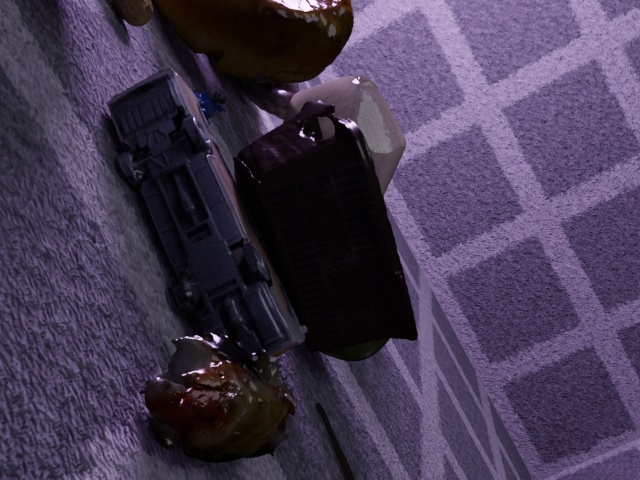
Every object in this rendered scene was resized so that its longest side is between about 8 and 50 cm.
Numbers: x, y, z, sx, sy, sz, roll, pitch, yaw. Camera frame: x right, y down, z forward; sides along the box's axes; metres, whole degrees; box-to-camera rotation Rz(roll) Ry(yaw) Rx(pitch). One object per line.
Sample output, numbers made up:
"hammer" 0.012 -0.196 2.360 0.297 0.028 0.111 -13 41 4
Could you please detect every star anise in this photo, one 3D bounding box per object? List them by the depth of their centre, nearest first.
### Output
"star anise" -0.147 -0.370 1.596 0.315 0.139 0.359 65 -7 -28

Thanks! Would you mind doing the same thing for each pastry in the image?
"pastry" -0.112 -0.415 1.380 0.356 0.163 0.355 16 46 -18

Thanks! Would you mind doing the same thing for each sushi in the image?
"sushi" -0.080 0.135 0.700 0.103 0.097 0.226 63 8 22

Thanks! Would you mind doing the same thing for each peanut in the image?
"peanut" -0.272 -0.347 1.111 0.113 0.054 0.054 61 11 -7

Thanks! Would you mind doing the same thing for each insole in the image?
"insole" 0.023 0.280 1.082 0.135 0.002 0.045 66 11 18

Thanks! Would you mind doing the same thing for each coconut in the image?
"coconut" 0.040 -0.181 1.513 0.237 0.238 0.265 -100 -158 -58

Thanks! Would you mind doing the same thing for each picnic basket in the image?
"picnic basket" 0.000 0.000 0.953 0.222 0.129 0.296 -134 -156 -63

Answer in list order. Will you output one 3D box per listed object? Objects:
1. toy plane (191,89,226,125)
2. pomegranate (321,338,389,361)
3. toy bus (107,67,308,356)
"toy plane" -0.177 -0.211 1.233 0.062 0.054 0.167 37 11 4
"pomegranate" 0.021 0.079 1.190 0.210 0.179 0.180 26 1 17
"toy bus" -0.127 -0.020 0.882 0.342 0.097 0.138 64 4 14
